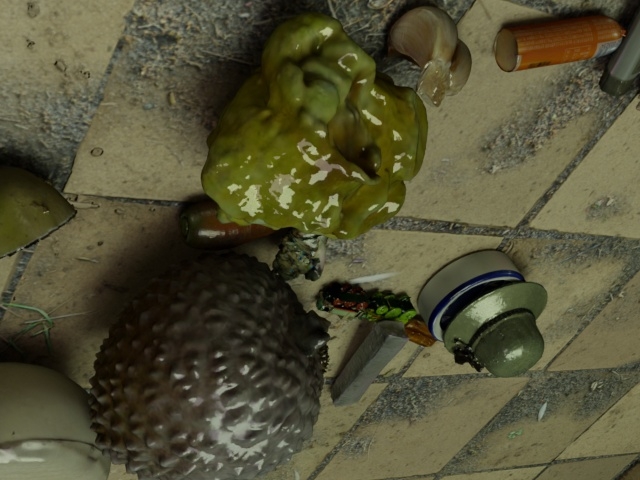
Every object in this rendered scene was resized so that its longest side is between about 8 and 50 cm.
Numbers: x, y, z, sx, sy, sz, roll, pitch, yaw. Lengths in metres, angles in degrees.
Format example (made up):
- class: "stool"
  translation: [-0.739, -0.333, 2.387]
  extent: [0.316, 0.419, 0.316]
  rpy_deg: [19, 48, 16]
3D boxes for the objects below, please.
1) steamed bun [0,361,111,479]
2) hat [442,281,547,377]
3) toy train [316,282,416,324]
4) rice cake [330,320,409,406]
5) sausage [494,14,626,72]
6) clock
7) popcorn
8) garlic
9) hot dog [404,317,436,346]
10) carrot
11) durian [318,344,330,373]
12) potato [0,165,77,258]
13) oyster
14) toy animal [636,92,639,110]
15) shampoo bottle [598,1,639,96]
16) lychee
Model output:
- class: "steamed bun"
  translation: [-0.551, 0.345, 1.691]
  extent: [0.374, 0.241, 0.374]
  rpy_deg: [-17, 148, -11]
- class: "hat"
  translation: [0.399, 0.215, 2.101]
  extent: [0.257, 0.130, 0.257]
  rpy_deg: [-17, 143, -13]
- class: "toy train"
  translation: [0.093, 0.134, 2.002]
  extent: [0.249, 0.053, 0.085]
  rpy_deg: [13, 135, -42]
- class: "rice cake"
  translation: [0.099, 0.267, 2.129]
  extent: [0.072, 0.056, 0.365]
  rpy_deg: [-3, 148, -21]
- class: "sausage"
  translation: [0.400, -0.323, 1.605]
  extent: [0.234, 0.071, 0.071]
  rpy_deg: [-12, 142, -19]
- class: "clock"
  translation: [0.324, 0.122, 2.114]
  extent: [0.230, 0.083, 0.230]
  rpy_deg: [-16, 141, -14]
- class: "popcorn"
  translation: [-0.012, -0.147, 1.438]
  extent: [0.293, 0.292, 0.334]
  rpy_deg: [2, 173, 22]
- class: "garlic"
  translation: [0.168, -0.280, 1.503]
  extent: [0.124, 0.099, 0.174]
  rpy_deg: [-54, 145, 5]
- class: "hot dog"
  translation: [0.213, 0.198, 2.174]
  extent: [0.062, 0.038, 0.144]
  rpy_deg: [-40, 141, 22]
- class: "carrot"
  translation: [-0.135, -0.031, 1.622]
  extent: [0.193, 0.087, 0.087]
  rpy_deg: [-8, 141, -28]
- class: "durian"
  translation: [-0.075, 0.214, 1.866]
  extent: [0.196, 0.196, 0.167]
  rpy_deg: [-2, 127, -30]
- class: "potato"
  translation: [-0.455, -0.040, 1.373]
  extent: [0.202, 0.182, 0.117]
  rpy_deg: [-18, 110, 19]
- class: "oyster"
  translation: [-0.006, -0.006, 1.672]
  extent: [0.198, 0.092, 0.259]
  rpy_deg: [-46, -176, 11]
- class: "toy animal"
  translation: [0.647, -0.272, 1.820]
  extent: [0.150, 0.089, 0.083]
  rpy_deg: [-7, 138, -40]
- class: "shampoo bottle"
  translation: [0.541, -0.350, 1.660]
  extent: [0.086, 0.056, 0.227]
  rpy_deg: [-46, 162, -42]
- class: "lychee"
  translation: [-0.180, 0.215, 1.601]
  extent: [0.432, 0.380, 0.380]
  rpy_deg: [-22, 146, 11]
